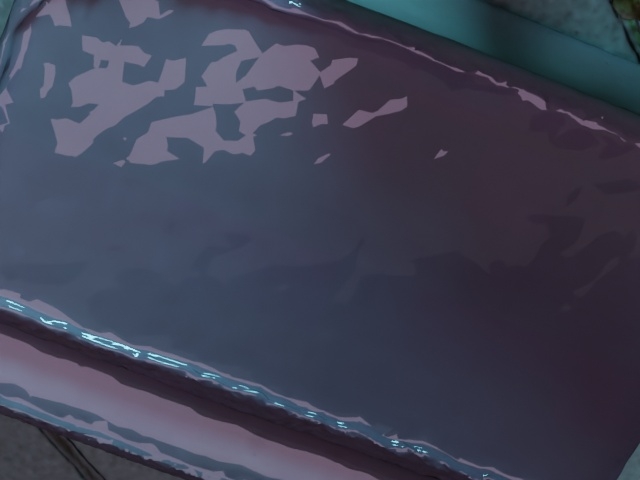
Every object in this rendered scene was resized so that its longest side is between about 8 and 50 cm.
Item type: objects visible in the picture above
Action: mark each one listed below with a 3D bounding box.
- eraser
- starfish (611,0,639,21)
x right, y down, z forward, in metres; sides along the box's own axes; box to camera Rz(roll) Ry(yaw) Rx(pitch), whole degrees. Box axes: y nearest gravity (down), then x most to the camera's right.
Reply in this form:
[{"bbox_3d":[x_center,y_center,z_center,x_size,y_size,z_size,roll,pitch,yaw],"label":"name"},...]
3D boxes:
[{"bbox_3d":[0.000,0.000,0.828,0.359,0.122,0.272,21,117,-11],"label":"eraser"},{"bbox_3d":[0.158,-0.166,0.694,0.398,0.132,0.383,33,81,2],"label":"starfish"}]
